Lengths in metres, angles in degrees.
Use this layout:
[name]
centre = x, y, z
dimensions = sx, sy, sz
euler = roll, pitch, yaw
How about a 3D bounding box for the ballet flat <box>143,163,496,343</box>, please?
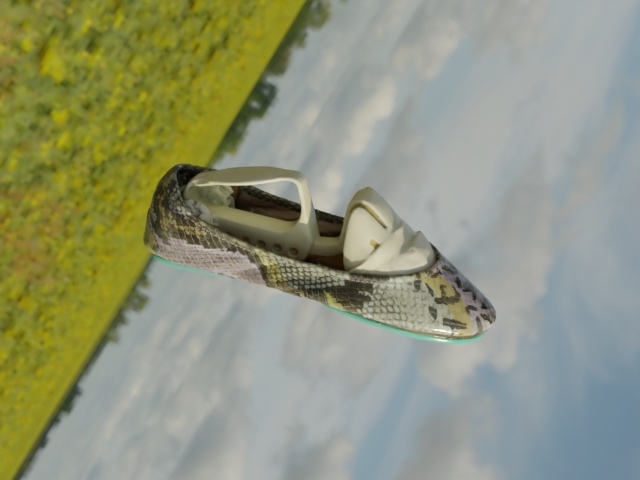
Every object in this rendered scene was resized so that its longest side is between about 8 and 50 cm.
[ballet flat]
centre = 0.000, 0.000, 0.405
dimensions = 0.041, 0.114, 0.041
euler = 15, 90, -79
